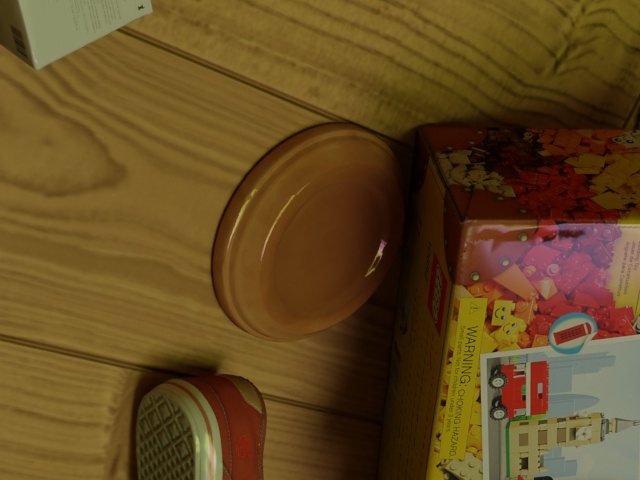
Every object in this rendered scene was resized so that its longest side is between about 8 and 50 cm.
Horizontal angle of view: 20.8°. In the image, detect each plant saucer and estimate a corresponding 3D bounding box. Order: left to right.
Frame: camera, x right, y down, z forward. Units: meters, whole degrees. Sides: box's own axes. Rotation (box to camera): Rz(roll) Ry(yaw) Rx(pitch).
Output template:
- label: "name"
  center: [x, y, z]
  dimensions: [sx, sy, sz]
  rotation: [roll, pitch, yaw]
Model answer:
- label: "plant saucer"
  center: [0.000, 0.000, 1.461]
  dimensions: [0.200, 0.037, 0.200]
  rotation: [-23, 129, -31]

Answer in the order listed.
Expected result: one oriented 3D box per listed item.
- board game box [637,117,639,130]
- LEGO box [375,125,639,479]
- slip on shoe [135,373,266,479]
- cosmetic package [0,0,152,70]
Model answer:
- label: "board game box"
  center: [0.374, -0.095, 1.757]
  dimensions: [0.154, 0.026, 0.103]
  rotation: [-14, 123, -37]
- label: "LEGO box"
  center: [0.257, 0.157, 1.570]
  dimensions: [0.372, 0.193, 0.500]
  rotation: [0, 119, -9]
- label: "slip on shoe"
  center: [-0.096, 0.260, 1.482]
  dimensions: [0.101, 0.123, 0.331]
  rotation: [-18, 121, -40]
- label: "cosmetic package"
  center: [-0.183, -0.238, 1.121]
  dimensions: [0.099, 0.060, 0.239]
  rotation: [-29, 132, -24]
